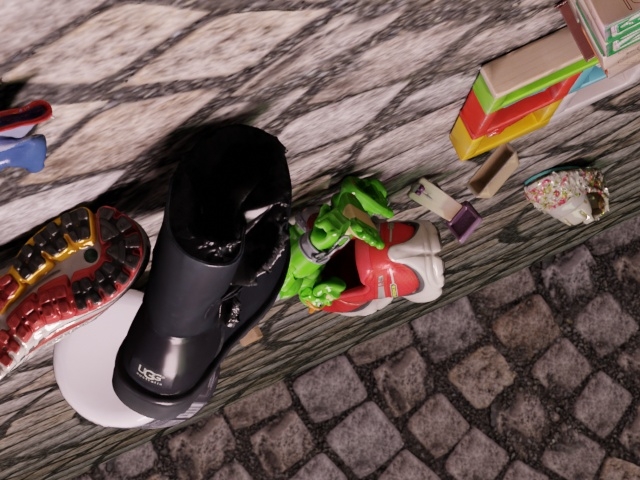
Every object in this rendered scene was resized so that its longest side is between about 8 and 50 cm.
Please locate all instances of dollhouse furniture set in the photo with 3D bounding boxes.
[{"bbox_3d":[0.142,-0.077,1.799,0.081,0.091,0.114,32,105,-32],"label":"dollhouse furniture set"}]

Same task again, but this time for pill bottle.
[{"bbox_3d":[-0.170,0.119,1.664,0.130,0.130,0.245,-26,172,2],"label":"pill bottle"}]

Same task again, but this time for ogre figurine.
[{"bbox_3d":[0.000,0.000,1.577,0.118,0.097,0.197,-41,-160,19],"label":"ogre figurine"}]

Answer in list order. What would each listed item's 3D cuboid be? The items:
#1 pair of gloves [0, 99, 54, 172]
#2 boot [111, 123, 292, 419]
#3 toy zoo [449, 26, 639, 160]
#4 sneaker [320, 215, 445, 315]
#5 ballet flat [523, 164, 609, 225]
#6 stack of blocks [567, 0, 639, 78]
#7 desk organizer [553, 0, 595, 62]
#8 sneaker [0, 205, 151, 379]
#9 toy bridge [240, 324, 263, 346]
[{"bbox_3d":[-0.228,-0.032,0.911,0.198,0.023,0.159,-20,172,-32],"label":"pair of gloves"},{"bbox_3d":[-0.063,-0.009,1.246,0.246,0.094,0.207,-60,177,-46],"label":"boot"},{"bbox_3d":[0.216,-0.143,1.525,0.192,0.030,0.293,-25,172,-7],"label":"toy zoo"},{"bbox_3d":[0.025,0.021,1.764,0.118,0.107,0.279,-1,172,-23],"label":"sneaker"},{"bbox_3d":[0.343,-0.059,2.289,0.091,0.077,0.241,-29,171,25],"label":"ballet flat"},{"bbox_3d":[0.228,-0.196,1.021,0.171,0.087,0.297,-26,172,6],"label":"stack of blocks"},{"bbox_3d":[0.244,-0.186,1.266,0.130,0.050,0.047,-32,170,37],"label":"desk organizer"},{"bbox_3d":[-0.219,0.054,1.249,0.225,0.088,0.093,-26,173,7],"label":"sneaker"},{"bbox_3d":[-0.132,0.101,1.893,0.026,0.063,0.188,-30,172,29],"label":"toy bridge"}]
